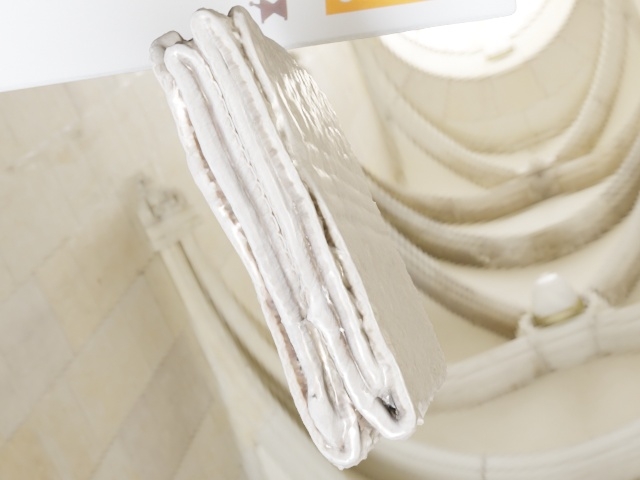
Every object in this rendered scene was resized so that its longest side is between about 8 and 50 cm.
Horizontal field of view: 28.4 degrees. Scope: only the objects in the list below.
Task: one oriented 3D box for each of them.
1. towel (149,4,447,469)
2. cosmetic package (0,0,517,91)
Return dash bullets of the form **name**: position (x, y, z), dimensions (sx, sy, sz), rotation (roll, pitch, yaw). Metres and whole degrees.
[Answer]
- **towel**: position (0.000, 0.000, 0.587), dimensions (0.049, 0.187, 0.282), rotation (-24, 174, 7)
- **cosmetic package**: position (-0.105, -0.245, 0.858), dimensions (0.453, 0.230, 0.161), rotation (-11, -157, -13)
